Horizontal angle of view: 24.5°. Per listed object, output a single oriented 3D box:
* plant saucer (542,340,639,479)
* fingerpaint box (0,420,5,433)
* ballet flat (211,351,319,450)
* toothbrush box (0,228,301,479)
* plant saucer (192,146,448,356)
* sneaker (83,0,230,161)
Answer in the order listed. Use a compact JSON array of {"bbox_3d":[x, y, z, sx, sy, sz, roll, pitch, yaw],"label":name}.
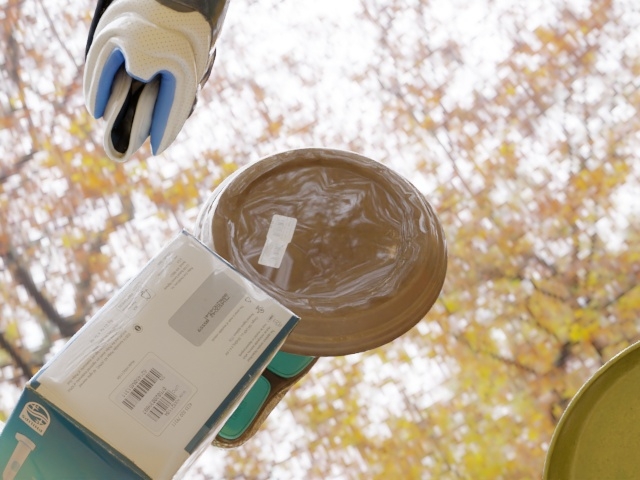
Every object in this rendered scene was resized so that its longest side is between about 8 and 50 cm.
[{"bbox_3d":[0.266,0.163,0.977,0.240,0.037,0.241,1,-78,3],"label":"plant saucer"},{"bbox_3d":[-0.424,0.397,1.470,0.371,0.163,0.445,38,-83,-11],"label":"fingerpaint box"},{"bbox_3d":[-0.065,0.157,1.663,0.206,0.073,0.067,-46,-8,-29],"label":"ballet flat"},{"bbox_3d":[-0.169,0.166,1.178,0.295,0.126,0.216,-53,-3,42],"label":"toothbrush box"},{"bbox_3d":[0.000,0.000,1.568,0.277,0.278,0.041,-15,-35,-14],"label":"plant saucer"},{"bbox_3d":[-0.179,-0.156,1.421,0.130,0.236,0.323,26,-33,-7],"label":"sneaker"}]
